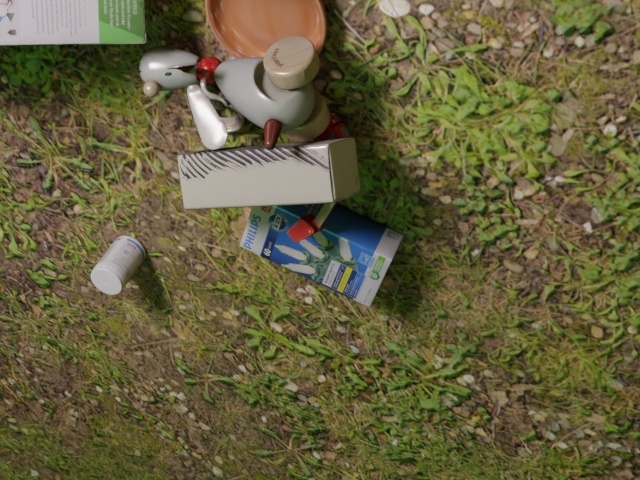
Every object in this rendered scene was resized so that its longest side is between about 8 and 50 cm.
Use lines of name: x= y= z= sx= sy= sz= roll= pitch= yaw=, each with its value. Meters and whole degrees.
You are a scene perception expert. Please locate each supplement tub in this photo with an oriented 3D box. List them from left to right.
supplement tub: x=-0.396 y=0.047 z=2.090 sx=0.071 sy=0.107 sz=0.071 roll=14 pitch=133 yaw=15

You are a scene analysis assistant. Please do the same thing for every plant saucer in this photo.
plant saucer: x=-0.080 y=-0.350 z=1.642 sx=0.199 sy=0.037 sz=0.200 roll=13 pitch=134 yaw=14

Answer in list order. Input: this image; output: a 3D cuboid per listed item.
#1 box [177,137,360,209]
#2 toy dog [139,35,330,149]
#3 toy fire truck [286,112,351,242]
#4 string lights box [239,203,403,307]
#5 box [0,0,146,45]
box: x=-0.083 y=-0.106 z=1.702 sx=0.275 sy=0.113 sz=0.094 roll=-3 pitch=100 yaw=25
toy dog: x=-0.141 y=-0.214 z=1.652 sx=0.333 sy=0.161 sz=0.220 roll=-4 pitch=138 yaw=40
toy fire truck: x=-0.006 y=-0.102 z=1.755 sx=0.192 sy=0.047 sz=0.135 roll=-42 pitch=82 yaw=26
string lights box: x=0.000 y=0.000 z=1.879 sx=0.259 sy=0.077 sz=0.133 roll=25 pitch=134 yaw=4
box: x=-0.423 y=-0.406 z=1.578 sx=0.321 sy=0.058 sz=0.232 roll=-3 pitch=111 yaw=-16
